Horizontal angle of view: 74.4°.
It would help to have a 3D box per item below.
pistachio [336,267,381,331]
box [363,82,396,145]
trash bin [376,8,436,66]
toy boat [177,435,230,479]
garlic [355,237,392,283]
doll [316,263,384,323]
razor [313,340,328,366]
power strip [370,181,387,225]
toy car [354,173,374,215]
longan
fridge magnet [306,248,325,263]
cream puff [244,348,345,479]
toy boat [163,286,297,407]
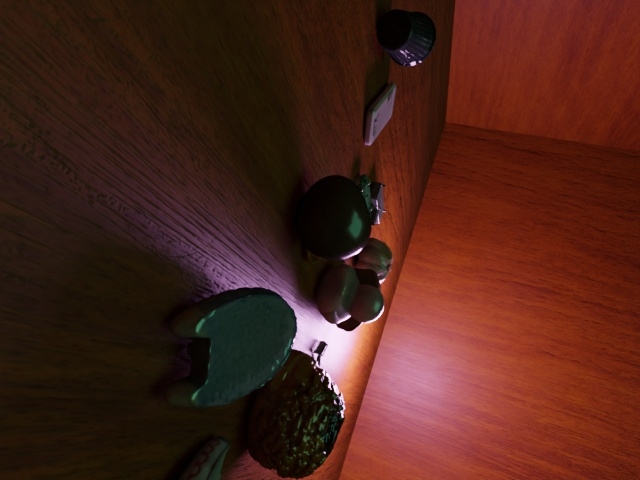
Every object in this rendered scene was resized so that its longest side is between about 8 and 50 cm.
[{"bbox_3d":[0.142,0.232,1.638,0.212,0.162,0.261,10,-96,69],"label":"pistachio"},{"bbox_3d":[0.222,-0.470,1.555,0.285,0.044,0.142,-57,156,-45],"label":"box"},{"bbox_3d":[0.269,-0.667,1.369,0.161,0.175,0.176,-21,124,-57],"label":"trash bin"},{"bbox_3d":[-0.258,0.496,0.866,0.207,0.078,0.134,-44,153,-76],"label":"toy boat"},{"bbox_3d":[0.238,0.101,1.863,0.228,0.152,0.228,8,90,-74],"label":"garlic"},{"bbox_3d":[0.109,0.199,1.452,0.251,0.220,0.221,51,55,-54],"label":"doll"},{"bbox_3d":[-0.005,0.452,1.605,0.068,0.040,0.135,-51,155,-50],"label":"razor"},{"bbox_3d":[0.243,-0.136,1.836,0.216,0.061,0.145,69,39,-59],"label":"power strip"},{"bbox_3d":[0.155,-0.153,1.573,0.093,0.058,0.186,-48,136,-53],"label":"toy car"},{"bbox_3d":[0.032,-0.055,1.084,0.196,0.196,0.220,-41,125,-60],"label":"longan"},{"bbox_3d":[0.000,0.000,1.228,0.143,0.063,0.143,18,90,-72],"label":"fridge magnet"},{"bbox_3d":[-0.053,0.489,1.188,0.327,0.231,0.343,-1,105,-67],"label":"cream puff"},{"bbox_3d":[-0.179,0.194,0.831,0.329,0.123,0.216,-7,103,-58],"label":"toy boat"}]
